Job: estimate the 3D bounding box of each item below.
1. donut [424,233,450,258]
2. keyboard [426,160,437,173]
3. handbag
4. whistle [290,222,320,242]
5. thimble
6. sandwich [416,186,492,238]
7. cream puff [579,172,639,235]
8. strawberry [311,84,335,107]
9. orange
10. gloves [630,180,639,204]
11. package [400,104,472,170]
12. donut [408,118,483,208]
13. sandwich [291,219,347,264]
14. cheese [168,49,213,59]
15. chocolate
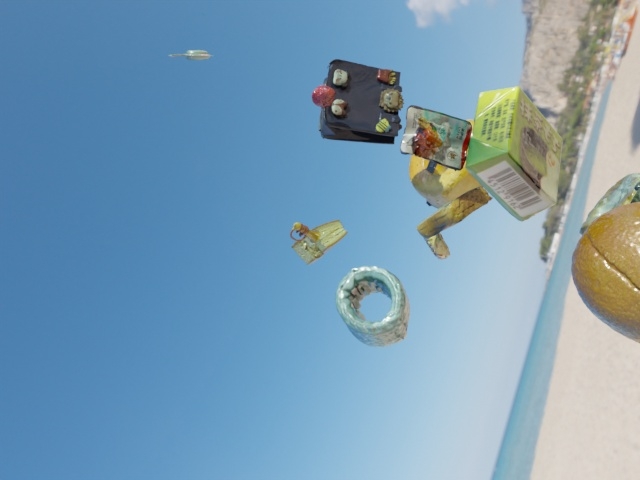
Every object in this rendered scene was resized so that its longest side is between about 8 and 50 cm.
[{"bbox_3d":[0.489,0.006,2.190,0.068,0.174,0.174,-28,-28,6],"label":"donut"},{"bbox_3d":[0.419,-0.331,1.794,0.063,0.010,0.198,-113,41,-64],"label":"keyboard"},{"bbox_3d":[0.169,-0.543,2.022,0.122,0.329,0.303,106,170,-73],"label":"handbag"},{"bbox_3d":[-0.058,-0.026,1.680,0.109,0.057,0.046,24,-133,-41],"label":"whistle"},{"bbox_3d":[0.155,0.186,1.444,0.198,0.235,0.143,-38,-33,-4],"label":"thimble"},{"bbox_3d":[0.502,-0.102,1.978,0.226,0.087,0.251,-31,-6,-28],"label":"sandwich"},{"bbox_3d":[1.190,-0.061,1.939,0.378,0.275,0.378,-52,-6,-7],"label":"cream puff"},{"bbox_3d":[0.015,-0.522,1.852,0.096,0.083,0.083,-13,53,67],"label":"strawberry"},{"bbox_3d":[0.778,0.081,1.187,0.322,0.357,0.322,-11,-51,-14],"label":"orange"},{"bbox_3d":[1.038,-0.172,1.514,0.268,0.135,0.107,-38,-52,6],"label":"gloves"},{"bbox_3d":[0.364,-0.323,1.611,0.040,0.232,0.166,-165,90,-79],"label":"package"},{"bbox_3d":[0.573,-0.338,2.284,0.163,0.435,0.377,24,-107,-36],"label":"donut"},{"bbox_3d":[0.000,0.000,2.360,0.236,0.122,0.128,-41,-12,19],"label":"sandwich"},{"bbox_3d":[-0.359,-0.514,1.426,0.121,0.067,0.026,-6,-70,-17],"label":"cheese"},{"bbox_3d":[0.571,-0.257,1.491,0.301,0.137,0.288,35,-121,-30],"label":"chocolate"}]
